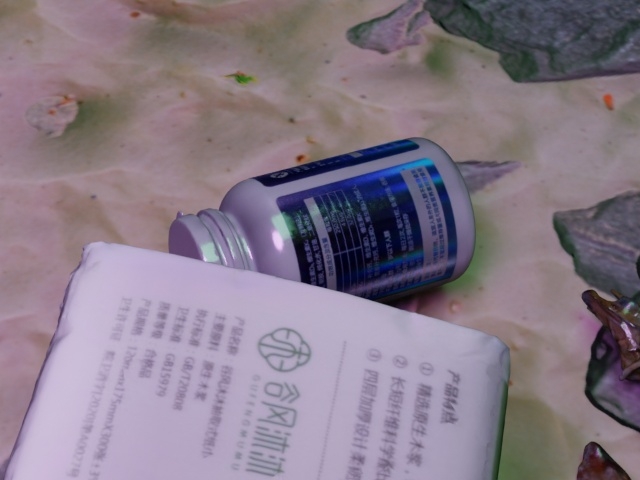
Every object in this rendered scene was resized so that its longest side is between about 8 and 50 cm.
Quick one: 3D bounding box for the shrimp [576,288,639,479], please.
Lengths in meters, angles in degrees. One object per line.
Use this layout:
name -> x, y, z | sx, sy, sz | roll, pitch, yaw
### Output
shrimp -> 0.225, 0.123, 1.028 | 0.143, 0.052, 0.251 | -32, 42, -4

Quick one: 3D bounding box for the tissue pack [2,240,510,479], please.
tissue pack -> -0.056, 0.203, 0.827 | 0.266, 0.194, 0.356 | 14, 50, 0

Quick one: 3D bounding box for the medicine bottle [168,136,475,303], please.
medicine bottle -> 0.000, 0.000, 1.069 | 0.191, 0.107, 0.107 | -16, 54, -21
